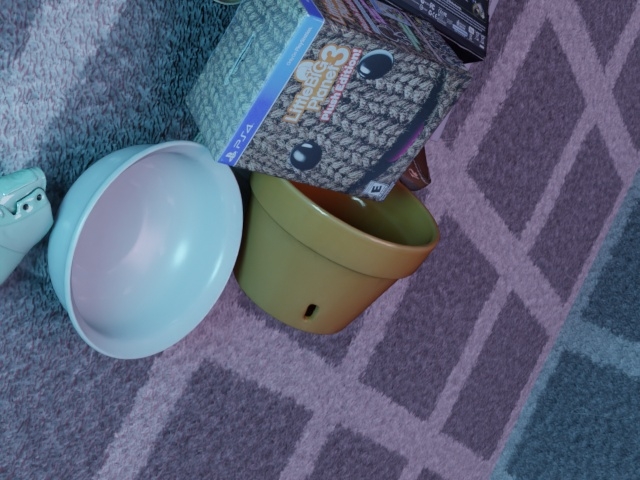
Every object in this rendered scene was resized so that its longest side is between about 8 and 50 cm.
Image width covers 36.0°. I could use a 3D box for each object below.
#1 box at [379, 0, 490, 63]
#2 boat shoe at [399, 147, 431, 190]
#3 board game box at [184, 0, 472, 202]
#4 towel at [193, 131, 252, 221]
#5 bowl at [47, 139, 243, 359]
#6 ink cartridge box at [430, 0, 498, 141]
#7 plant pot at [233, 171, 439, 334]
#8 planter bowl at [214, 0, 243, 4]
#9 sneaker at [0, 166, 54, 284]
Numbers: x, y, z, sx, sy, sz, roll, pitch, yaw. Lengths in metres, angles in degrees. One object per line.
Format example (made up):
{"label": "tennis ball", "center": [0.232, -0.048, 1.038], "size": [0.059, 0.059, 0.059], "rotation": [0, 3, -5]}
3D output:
{"label": "box", "center": [0.113, -0.466, 1.434], "size": [0.395, 0.097, 0.318], "rotation": [15, 78, -46]}
{"label": "boat shoe", "center": [0.135, -0.242, 1.577], "size": [0.123, 0.116, 0.325], "rotation": [8, 68, -72]}
{"label": "board game box", "center": [0.011, -0.204, 1.316], "size": [0.291, 0.141, 0.232], "rotation": [11, 126, -38]}
{"label": "towel", "center": [-0.100, -0.102, 1.520], "size": [0.187, 0.049, 0.282], "rotation": [-57, 145, -9]}
{"label": "bowl", "center": [-0.250, -0.005, 1.297], "size": [0.298, 0.134, 0.298], "rotation": [-31, 133, -41]}
{"label": "ink cartridge box", "center": [0.221, -0.345, 1.786], "size": [0.330, 0.071, 0.324], "rotation": [5, 111, -54]}
{"label": "plant pot", "center": [0.000, 0.000, 1.459], "size": [0.291, 0.291, 0.203], "rotation": [-3, 131, -54]}
{"label": "planter bowl", "center": [-0.143, -0.389, 1.250], "size": [0.162, 0.109, 0.162], "rotation": [-30, 131, -43]}
{"label": "sneaker", "center": [-0.394, -0.057, 1.102], "size": [0.151, 0.094, 0.256], "rotation": [-48, 152, -17]}
